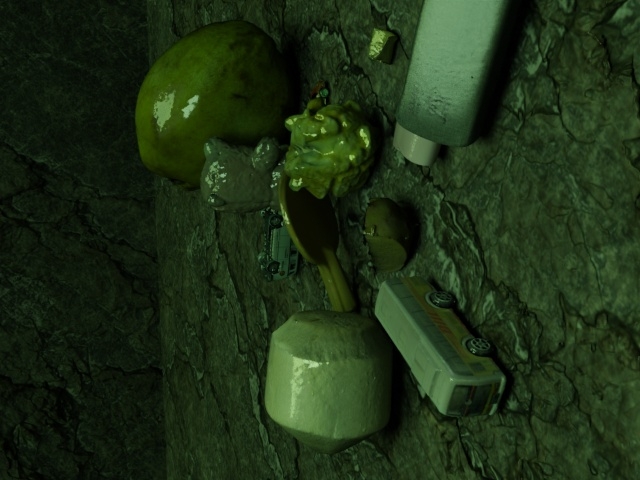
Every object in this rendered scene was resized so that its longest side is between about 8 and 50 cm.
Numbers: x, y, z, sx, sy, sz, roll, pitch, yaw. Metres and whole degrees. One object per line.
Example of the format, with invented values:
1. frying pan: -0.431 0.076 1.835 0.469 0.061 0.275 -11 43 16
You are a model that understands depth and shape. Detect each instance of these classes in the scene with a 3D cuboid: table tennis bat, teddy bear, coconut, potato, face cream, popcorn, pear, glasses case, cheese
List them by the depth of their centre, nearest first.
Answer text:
1. glasses case: 0.201 -0.293 1.136 0.131 0.074 0.323 25 122 22
2. face cream: 0.175 -0.256 1.266 0.107 0.073 0.269 -120 36 -53
3. potato: 0.130 -0.012 1.414 0.172 0.089 0.100 67 -152 -59
4. cheese: 0.114 -0.341 1.442 0.084 0.041 0.060 -110 32 -68
5. coconut: 0.015 0.263 1.477 0.237 0.237 0.265 -159 67 -65
6. popcorn: 0.016 -0.178 1.524 0.185 0.167 0.187 -125 43 -59
7. table tennis bat: 0.000 0.000 1.602 0.050 0.198 0.320 -18 98 25
8. teddy bear: -0.121 -0.135 1.717 0.236 0.267 0.151 106 154 -62
9. pear: -0.242 -0.307 1.864 0.413 0.352 0.352 -49 38 13

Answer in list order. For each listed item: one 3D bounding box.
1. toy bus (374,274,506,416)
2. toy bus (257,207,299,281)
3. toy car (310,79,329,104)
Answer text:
1. toy bus: 0.178 0.157 1.253 0.268 0.106 0.092 -123 36 -50
2. toy bus: -0.092 0.000 1.885 0.087 0.089 0.193 -142 54 -63
3. toy car: -0.005 -0.280 1.729 0.059 0.035 0.122 -178 85 -70
